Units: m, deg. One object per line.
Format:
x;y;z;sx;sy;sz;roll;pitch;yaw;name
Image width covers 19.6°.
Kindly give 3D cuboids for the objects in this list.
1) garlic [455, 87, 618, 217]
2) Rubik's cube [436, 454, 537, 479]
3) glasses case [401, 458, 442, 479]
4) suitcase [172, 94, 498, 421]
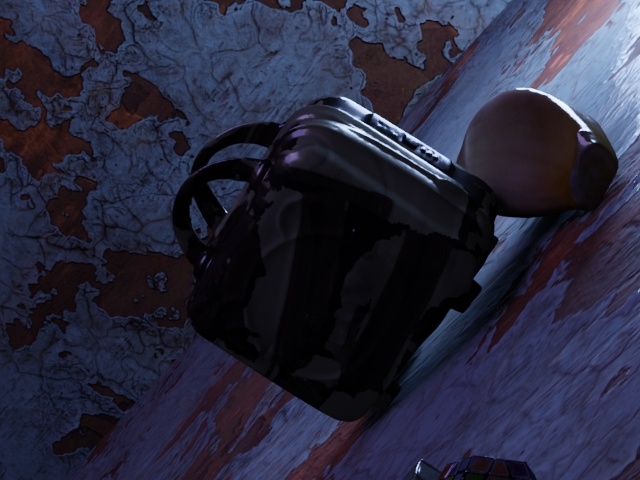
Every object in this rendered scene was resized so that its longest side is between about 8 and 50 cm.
0.242;-0.094;2.065;0.318;0.112;0.143;-171;92;-75;garlic
0.127;0.214;1.399;0.111;0.111;0.093;-53;33;-5;Rubik's cube
0.048;0.286;1.618;0.205;0.071;0.047;-50;4;20;glasses case
0.000;0.000;2.096;0.351;0.339;0.194;-56;4;40;suitcase
